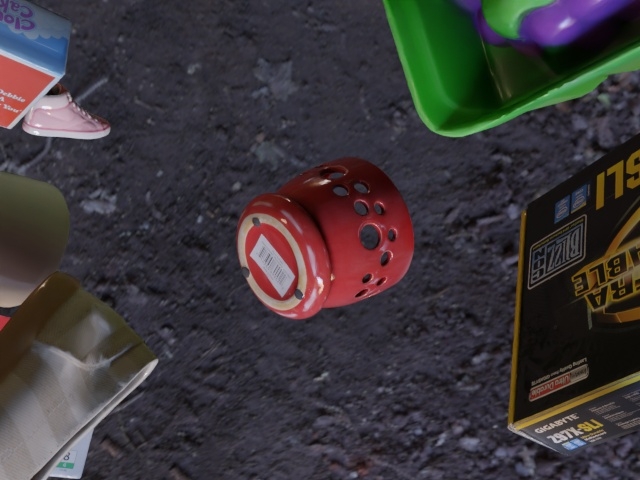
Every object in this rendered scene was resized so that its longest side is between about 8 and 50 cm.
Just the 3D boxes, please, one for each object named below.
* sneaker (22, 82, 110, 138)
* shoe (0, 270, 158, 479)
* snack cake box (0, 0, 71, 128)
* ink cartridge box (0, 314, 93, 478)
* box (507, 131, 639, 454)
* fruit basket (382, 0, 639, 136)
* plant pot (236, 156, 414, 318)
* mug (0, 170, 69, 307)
[{"bbox_3d":[-0.348,-0.183,1.340,0.134,0.070,0.051,-4,27,-45],"label":"sneaker"},{"bbox_3d":[-0.137,0.102,0.350,0.058,0.076,0.219,38,53,-5],"label":"shoe"},{"bbox_3d":[-0.441,-0.239,1.094,0.264,0.152,0.089,21,55,-35],"label":"snack cake box"},{"bbox_3d":[-0.430,0.242,1.457,0.181,0.056,0.224,14,93,-27],"label":"ink cartridge box"},{"bbox_3d":[0.301,0.015,0.818,0.079,0.322,0.257,29,52,-19],"label":"box"},{"bbox_3d":[0.085,-0.260,0.549,0.392,0.283,0.392,31,48,-40],"label":"fruit basket"},{"bbox_3d":[0.000,0.000,1.254,0.174,0.191,0.191,-22,80,-40],"label":"plant pot"},{"bbox_3d":[-0.163,-0.003,0.430,0.064,0.078,0.062,28,29,-53],"label":"mug"}]
